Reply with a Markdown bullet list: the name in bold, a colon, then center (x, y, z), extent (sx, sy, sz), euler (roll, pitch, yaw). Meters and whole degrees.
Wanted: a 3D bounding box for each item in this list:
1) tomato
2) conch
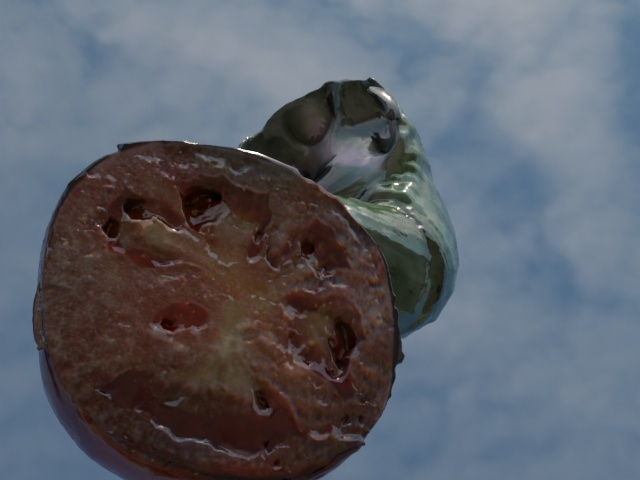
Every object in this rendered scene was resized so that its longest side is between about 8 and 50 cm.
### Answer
- **tomato**: center (-0.066, 0.051, 1.051), extent (0.225, 0.085, 0.225), euler (9, -121, -15)
- **conch**: center (0.000, 0.000, 1.393), extent (0.220, 0.195, 0.277), euler (30, -103, 24)
